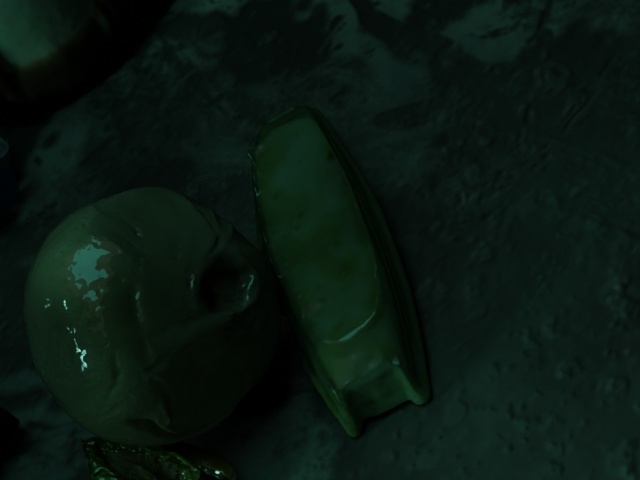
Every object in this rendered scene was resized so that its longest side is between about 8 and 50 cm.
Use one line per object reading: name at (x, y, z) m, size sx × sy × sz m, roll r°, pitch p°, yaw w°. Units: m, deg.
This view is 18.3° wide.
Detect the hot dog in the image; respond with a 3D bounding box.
hot dog at (-0.111, 0.152, 1.304) m, size 0.133 × 0.041 × 0.056 m, roll 13°, pitch 63°, yaw 37°

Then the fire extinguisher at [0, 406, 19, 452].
fire extinguisher at (-0.269, 0.191, 1.368) m, size 0.062 × 0.050 × 0.177 m, roll 27°, pitch 69°, yaw 1°

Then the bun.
bun at (-0.096, 0.046, 1.268) m, size 0.173 × 0.167 × 0.113 m, roll -22°, pitch 2°, yaw -44°

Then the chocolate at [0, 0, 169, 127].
chocolate at (-0.266, -0.251, 1.612) m, size 0.283 × 0.186 × 0.284 m, roll -17°, pitch 48°, yaw 20°

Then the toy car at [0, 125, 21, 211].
toy car at (-0.322, -0.023, 1.538) m, size 0.191 × 0.100 × 0.097 m, roll -29°, pitch 42°, yaw -20°

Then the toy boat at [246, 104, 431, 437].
toy boat at (0.000, 0.000, 1.347) m, size 0.093 × 0.055 × 0.293 m, roll -26°, pitch 47°, yaw 8°
